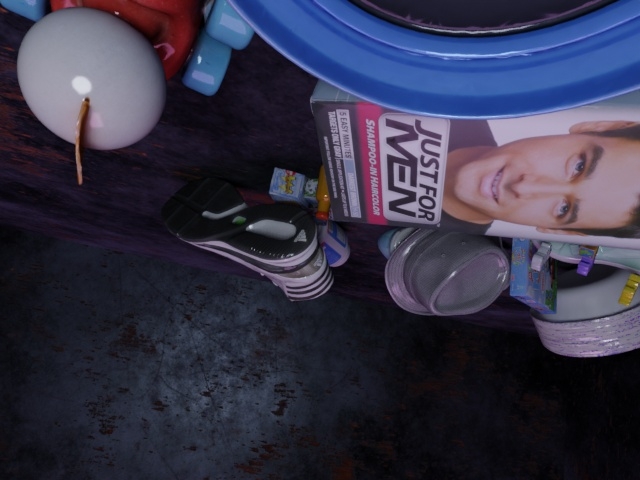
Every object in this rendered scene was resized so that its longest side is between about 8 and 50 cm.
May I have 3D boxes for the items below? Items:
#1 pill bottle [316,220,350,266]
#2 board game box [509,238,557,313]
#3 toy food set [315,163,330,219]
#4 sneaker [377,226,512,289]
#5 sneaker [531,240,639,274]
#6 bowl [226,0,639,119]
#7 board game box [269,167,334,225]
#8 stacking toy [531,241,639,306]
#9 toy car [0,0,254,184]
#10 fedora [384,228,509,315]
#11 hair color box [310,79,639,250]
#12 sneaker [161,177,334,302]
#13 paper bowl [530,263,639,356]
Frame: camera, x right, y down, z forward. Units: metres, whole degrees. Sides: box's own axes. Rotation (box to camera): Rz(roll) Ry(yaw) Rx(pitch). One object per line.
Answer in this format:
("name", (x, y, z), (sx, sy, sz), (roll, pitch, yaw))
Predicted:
("pill bottle", (0.000, 0.000, 1.112), (0.124, 0.125, 0.221), (4, 163, 25))
("board game box", (0.481, 0.066, 0.949), (0.039, 0.160, 0.211), (-5, 160, 44))
("toy food set", (0.111, -0.070, 0.792), (0.232, 0.105, 0.111), (16, 165, -21))
("sneaker", (0.311, 0.032, 1.063), (0.365, 0.135, 0.150), (19, -178, -19))
("sneaker", (0.506, -0.027, 0.762), (0.255, 0.094, 0.151), (17, 149, 46))
("bowl", (0.097, -0.215, 0.210), (0.390, 0.077, 0.391), (11, 159, 4))
("board game box", (-0.018, -0.088, 0.911), (0.194, 0.060, 0.194), (5, 166, 23))
("stacking toy", (0.459, 0.001, 0.713), (0.166, 0.052, 0.221), (27, 149, 37))
("toy car", (-0.196, -0.160, 0.389), (0.219, 0.238, 0.210), (18, 164, -27))
("fedora", (0.290, 0.078, 0.912), (0.275, 0.244, 0.124), (-26, -154, -1))
("hair color box", (0.192, -0.104, 0.469), (0.373, 0.114, 0.186), (6, 143, 16))
("sneaker", (-0.162, 0.024, 0.953), (0.447, 0.169, 0.258), (20, 151, 35))
("paper bowl", (0.668, 0.155, 1.043), (0.284, 0.148, 0.284), (-23, -179, 0))
